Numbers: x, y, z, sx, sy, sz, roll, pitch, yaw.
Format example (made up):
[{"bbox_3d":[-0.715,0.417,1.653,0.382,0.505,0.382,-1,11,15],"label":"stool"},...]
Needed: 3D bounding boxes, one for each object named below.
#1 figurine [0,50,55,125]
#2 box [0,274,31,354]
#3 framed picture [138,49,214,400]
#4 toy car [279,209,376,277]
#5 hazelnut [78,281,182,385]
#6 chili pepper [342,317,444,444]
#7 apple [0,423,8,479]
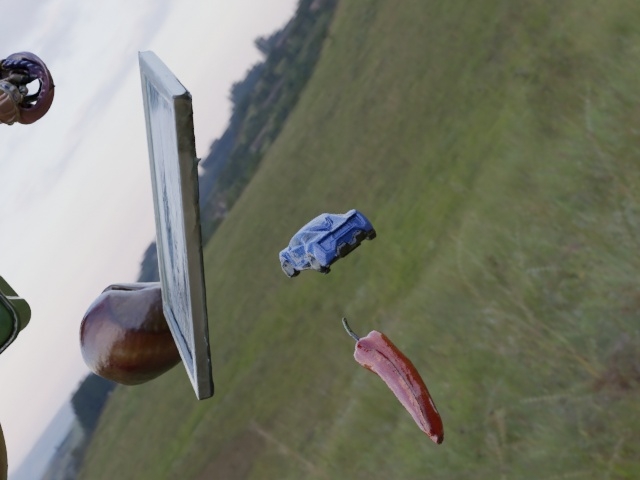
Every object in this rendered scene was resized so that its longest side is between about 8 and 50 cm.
[{"bbox_3d":[-0.532,-0.242,1.857,0.114,0.126,0.157,-18,28,39],"label":"figurine"},{"bbox_3d":[-0.684,0.107,1.914,0.252,0.329,0.178,-42,-3,3],"label":"box"},{"bbox_3d":[-0.151,-0.023,1.134,0.232,0.024,0.315,-132,38,-65],"label":"framed picture"},{"bbox_3d":[0.000,0.000,1.545,0.103,0.063,0.216,-37,10,-19],"label":"toy car"},{"bbox_3d":[-0.287,0.150,1.764,0.178,0.178,0.204,-52,-6,23],"label":"hazelnut"},{"bbox_3d":[0.120,0.214,1.748,0.063,0.272,0.071,-27,-36,-23],"label":"chili pepper"},{"bbox_3d":[-0.380,0.176,0.854,0.253,0.253,0.253,-54,6,8],"label":"apple"}]
